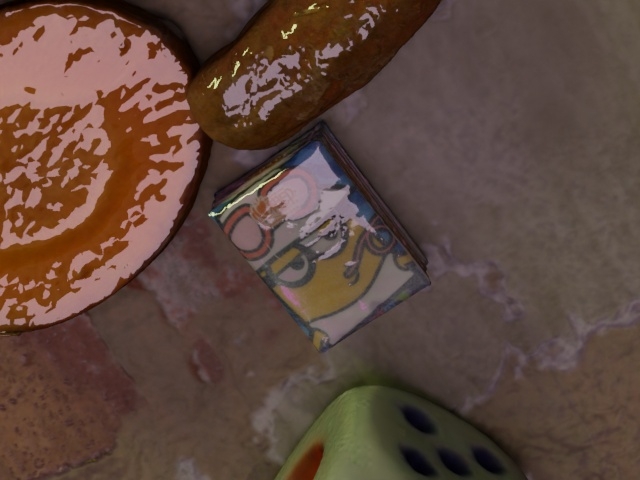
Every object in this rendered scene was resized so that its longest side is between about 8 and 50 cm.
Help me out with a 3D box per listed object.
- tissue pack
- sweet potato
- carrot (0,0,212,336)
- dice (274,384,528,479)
[{"bbox_3d":[0.000,0.000,1.406,0.115,0.065,0.155,-34,108,15],"label":"tissue pack"},{"bbox_3d":[0.011,-0.162,1.327,0.252,0.097,0.097,-36,107,7],"label":"sweet potato"},{"bbox_3d":[-0.224,-0.061,1.376,0.307,0.100,0.258,-41,109,15],"label":"carrot"},{"bbox_3d":[0.057,0.248,1.440,0.192,0.194,0.193,32,109,-11],"label":"dice"}]
